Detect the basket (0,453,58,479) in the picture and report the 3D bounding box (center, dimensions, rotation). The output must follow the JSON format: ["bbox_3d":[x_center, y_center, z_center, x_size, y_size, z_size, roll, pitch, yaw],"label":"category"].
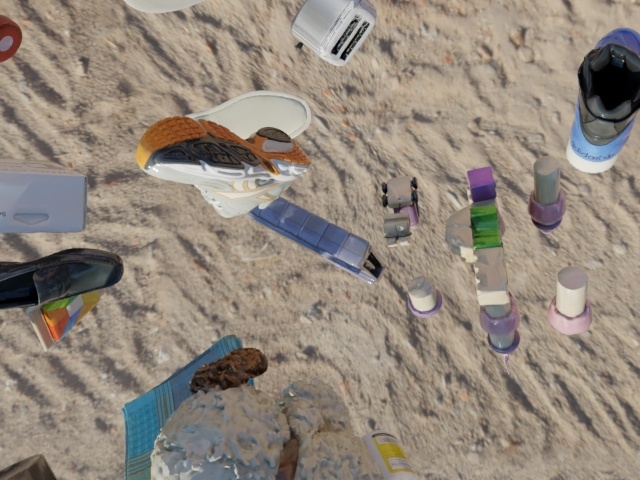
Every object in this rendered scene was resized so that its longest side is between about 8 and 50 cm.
[{"bbox_3d":[-0.390,0.423,0.801,0.204,0.154,0.226,-25,91,41],"label":"basket"}]

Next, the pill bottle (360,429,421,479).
[{"bbox_3d":[0.081,0.279,0.683,0.065,0.116,0.065,-5,110,-13],"label":"pill bottle"}]

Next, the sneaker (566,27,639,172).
[{"bbox_3d":[0.243,-0.137,0.482,0.058,0.084,0.152,21,68,19],"label":"sneaker"}]

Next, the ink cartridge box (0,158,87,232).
[{"bbox_3d":[-0.467,-0.073,0.912,0.154,0.212,0.093,-2,105,-37],"label":"ink cartridge box"}]

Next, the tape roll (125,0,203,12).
[{"bbox_3d":[-0.095,-0.421,0.682,0.392,0.392,0.072,-38,95,10],"label":"tape roll"}]

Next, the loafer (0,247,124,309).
[{"bbox_3d":[-0.391,0.062,0.840,0.223,0.078,0.076,-7,124,-25],"label":"loafer"}]

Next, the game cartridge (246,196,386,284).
[{"bbox_3d":[0.000,0.000,1.111,0.230,0.355,0.068,23,87,14],"label":"game cartridge"}]

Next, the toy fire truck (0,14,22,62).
[{"bbox_3d":[-0.756,-0.401,1.155,0.169,0.302,0.254,37,79,2],"label":"toy fire truck"}]

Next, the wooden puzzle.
[{"bbox_3d":[-0.642,0.160,1.533,0.044,0.221,0.238,31,143,8],"label":"wooden puzzle"}]

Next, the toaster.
[{"bbox_3d":[0.031,-0.540,1.478,0.227,0.129,0.146,-51,59,18],"label":"toaster"}]

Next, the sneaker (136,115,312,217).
[{"bbox_3d":[-0.122,-0.075,0.742,0.099,0.262,0.121,49,119,24],"label":"sneaker"}]

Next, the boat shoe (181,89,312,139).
[{"bbox_3d":[-0.167,-0.234,1.240,0.325,0.097,0.116,-12,94,13],"label":"boat shoe"}]

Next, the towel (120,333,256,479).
[{"bbox_3d":[-0.210,0.346,0.972,0.271,0.370,0.040,-34,127,5],"label":"towel"}]

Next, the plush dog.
[{"bbox_3d":[-0.052,0.228,0.554,0.225,0.211,0.262,30,61,-23],"label":"plush dog"}]

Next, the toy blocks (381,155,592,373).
[{"bbox_3d":[0.285,0.050,1.038,0.309,0.288,0.260,-7,144,16],"label":"toy blocks"}]
